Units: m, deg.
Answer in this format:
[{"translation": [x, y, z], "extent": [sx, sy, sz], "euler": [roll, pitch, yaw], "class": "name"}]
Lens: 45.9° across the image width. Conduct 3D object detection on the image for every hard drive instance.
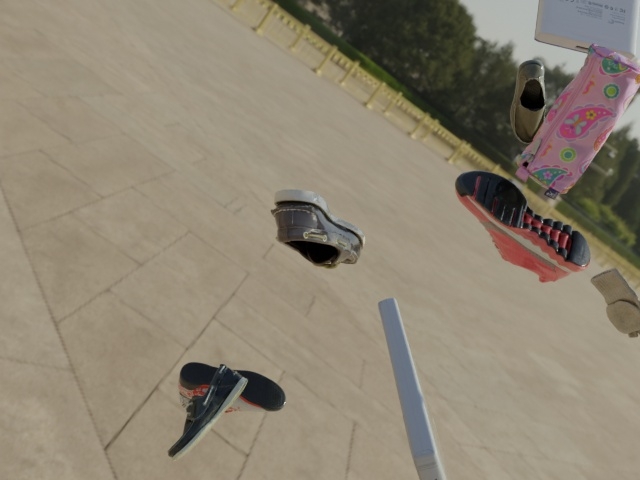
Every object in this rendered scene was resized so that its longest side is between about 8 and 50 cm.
[{"translation": [0.579, -0.550, 1.617], "extent": [0.210, 0.318, 0.040], "euler": [12, -16, -4], "class": "hard drive"}]

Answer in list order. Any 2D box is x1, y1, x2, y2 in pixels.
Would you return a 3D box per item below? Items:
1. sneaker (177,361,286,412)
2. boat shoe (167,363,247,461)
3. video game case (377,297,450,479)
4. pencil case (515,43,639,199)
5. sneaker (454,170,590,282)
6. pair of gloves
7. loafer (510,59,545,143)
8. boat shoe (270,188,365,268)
[{"translation": [-0.225, 0.393, 1.889], "extent": [0.270, 0.145, 0.090], "euler": [15, 45, -1], "class": "sneaker"}, {"translation": [-0.258, 0.375, 1.645], "extent": [0.079, 0.233, 0.084], "euler": [37, -23, 6], "class": "boat shoe"}, {"translation": [0.161, 0.300, 1.172], "extent": [0.329, 0.036, 0.299], "euler": [-99, 171, -56], "class": "video game case"}, {"translation": [0.488, -0.224, 1.435], "extent": [0.124, 0.284, 0.124], "euler": [24, 24, -12], "class": "pencil case"}, {"translation": [0.383, -0.012, 1.529], "extent": [0.314, 0.136, 0.116], "euler": [36, 49, -3], "class": "sneaker"}, {"translation": [0.768, 0.142, 1.743], "extent": [0.204, 0.240, 0.042], "euler": [56, 45, -15], "class": "pair of gloves"}, {"translation": [0.570, -0.366, 2.077], "extent": [0.087, 0.095, 0.251], "euler": [-75, 158, -49], "class": "loafer"}, {"translation": [0.000, 0.000, 1.446], "extent": [0.117, 0.096, 0.324], "euler": [-2, -18, 21], "class": "boat shoe"}]
